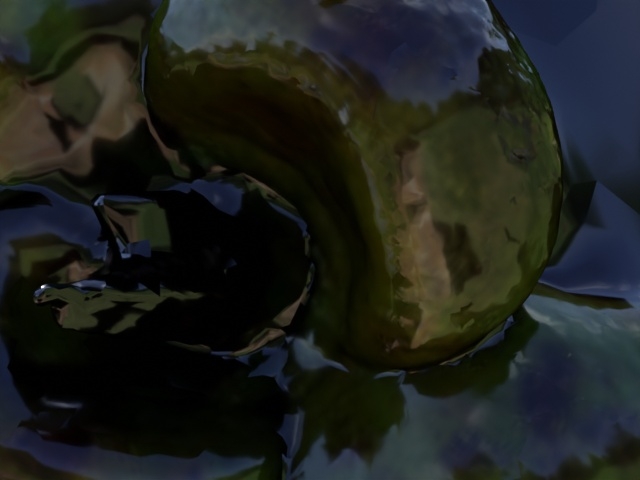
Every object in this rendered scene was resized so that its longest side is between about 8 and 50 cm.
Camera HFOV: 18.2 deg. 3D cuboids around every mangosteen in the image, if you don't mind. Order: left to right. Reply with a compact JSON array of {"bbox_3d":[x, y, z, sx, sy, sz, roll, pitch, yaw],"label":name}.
[{"bbox_3d":[0.000,0.000,0.447,0.243,0.243,0.243,-20,-1,0],"label":"mangosteen"}]
